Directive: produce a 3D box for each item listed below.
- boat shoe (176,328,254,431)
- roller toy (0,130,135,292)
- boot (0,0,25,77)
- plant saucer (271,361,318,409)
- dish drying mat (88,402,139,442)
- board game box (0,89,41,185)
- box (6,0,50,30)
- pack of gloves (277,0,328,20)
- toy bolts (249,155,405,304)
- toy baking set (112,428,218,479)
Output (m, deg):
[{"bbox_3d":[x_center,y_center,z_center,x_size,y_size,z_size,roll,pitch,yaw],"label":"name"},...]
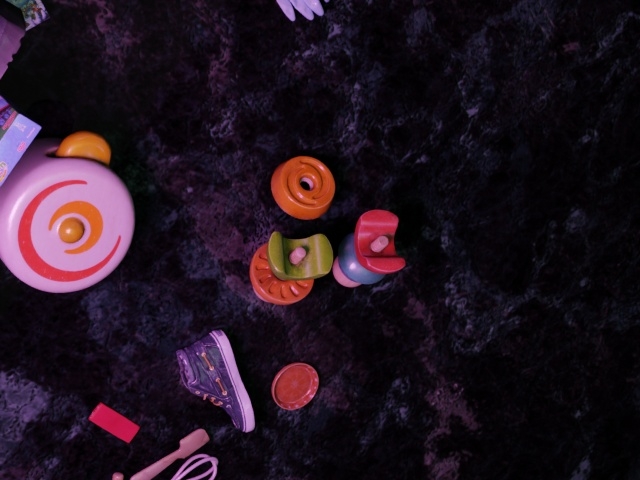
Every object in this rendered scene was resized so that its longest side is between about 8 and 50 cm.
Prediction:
[{"bbox_3d":[-0.166,0.232,1.957,0.083,0.065,0.183,-24,112,-17],"label":"boat shoe"},{"bbox_3d":[-0.353,-0.034,1.693,0.209,0.146,0.191,-35,123,-13],"label":"roller toy"},{"bbox_3d":[-0.627,-0.225,1.455,0.445,0.146,0.367,28,94,-36],"label":"boot"},{"bbox_3d":[-0.043,0.238,2.052,0.083,0.013,0.083,-11,115,-25],"label":"plant saucer"},{"bbox_3d":[-0.318,0.281,1.923,0.083,0.008,0.032,39,88,-33],"label":"dish drying mat"},{"bbox_3d":[-0.439,-0.114,1.575,0.039,0.211,0.160,34,91,-34],"label":"board game box"},{"bbox_3d":[-0.433,-0.298,1.616,0.137,0.027,0.094,-34,121,-12],"label":"box"},{"bbox_3d":[-0.014,-0.437,1.778,0.195,0.046,0.232,-45,123,-7],"label":"pack of gloves"},{"bbox_3d":[0.000,0.000,1.940,0.228,0.158,0.218,6,66,-20],"label":"toy bolts"},{"bbox_3d":[-0.258,0.419,2.002,0.197,0.030,0.256,-5,112,-30],"label":"toy baking set"}]
